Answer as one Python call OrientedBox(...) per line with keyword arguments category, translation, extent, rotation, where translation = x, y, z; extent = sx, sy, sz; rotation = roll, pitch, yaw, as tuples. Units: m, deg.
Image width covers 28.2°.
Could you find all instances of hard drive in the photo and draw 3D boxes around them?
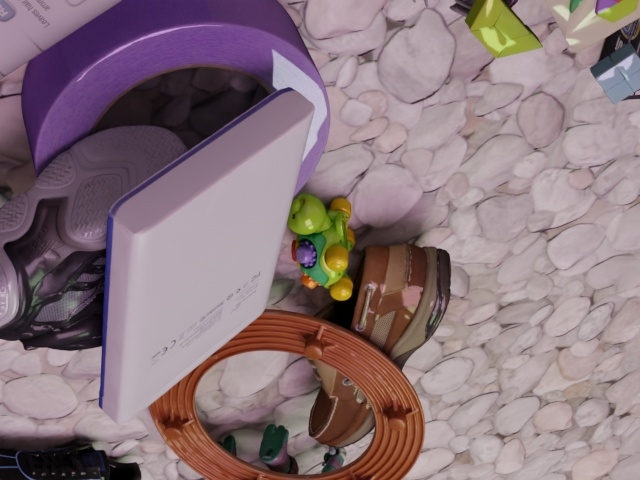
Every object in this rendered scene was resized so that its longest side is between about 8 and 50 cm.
OrientedBox(category="hard drive", translation=(-0.111, 0.023, 1.164), extent=(0.210, 0.040, 0.319), rotation=(-38, 160, -31))

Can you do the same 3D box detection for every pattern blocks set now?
OrientedBox(category="pattern blocks set", translation=(0.254, -0.257, 1.109), extent=(0.325, 0.026, 0.285), rotation=(30, 121, -36))

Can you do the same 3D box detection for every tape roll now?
OrientedBox(category="tape roll", translation=(-0.133, -0.114, 1.186), extent=(0.275, 0.090, 0.275), rotation=(-13, 137, -12))

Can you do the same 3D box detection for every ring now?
OrientedBox(category="ring", translation=(-0.045, 0.214, 1.507), extent=(0.336, 0.032, 0.336), rotation=(6, 130, 7))

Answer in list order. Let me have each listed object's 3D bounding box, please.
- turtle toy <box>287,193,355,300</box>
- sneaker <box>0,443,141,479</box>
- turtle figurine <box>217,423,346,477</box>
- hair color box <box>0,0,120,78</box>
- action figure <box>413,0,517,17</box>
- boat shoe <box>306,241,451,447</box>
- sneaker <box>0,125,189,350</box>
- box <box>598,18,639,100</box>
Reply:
OrientedBox(category="turtle toy", translation=(0.000, 0.000, 1.379), extent=(0.066, 0.095, 0.130), rotation=(-2, 138, 7))
OrientedBox(category="sneaker", translation=(-0.318, 0.278, 1.534), extent=(0.090, 0.081, 0.232), rotation=(-42, 143, 17))
OrientedBox(category="turtle figurine", translation=(-0.039, 0.333, 1.695), extent=(0.175, 0.118, 0.234), rotation=(-31, 133, 9))
OrientedBox(category="hair color box", translation=(-0.253, -0.244, 0.975), extent=(0.374, 0.113, 0.185), rotation=(-31, 138, 8))
OrientedBox(category="action figure", translation=(0.179, -0.291, 1.137), extent=(0.285, 0.099, 0.185), rotation=(-10, 143, -10))
OrientedBox(category="boat shoe", translation=(0.042, 0.115, 1.503), extent=(0.120, 0.122, 0.324), rotation=(16, 129, -14))
OrientedBox(category="sneaker", translation=(-0.204, 0.007, 1.148), extent=(0.268, 0.101, 0.153), rotation=(-35, 146, 11))
OrientedBox(category="box", translation=(0.419, -0.273, 1.292), extent=(0.216, 0.060, 0.270), rotation=(-9, 137, -15))
